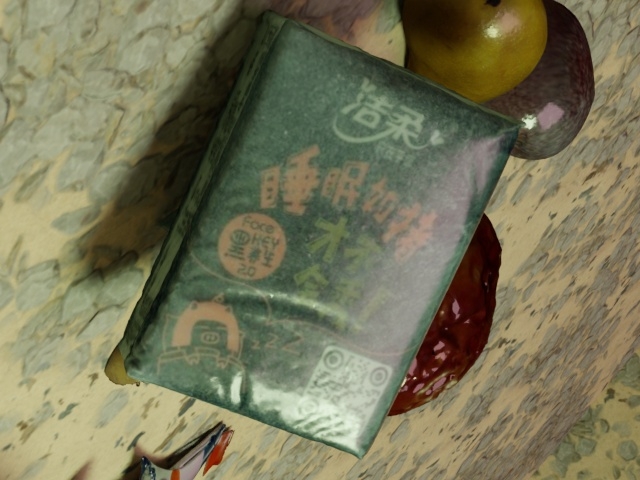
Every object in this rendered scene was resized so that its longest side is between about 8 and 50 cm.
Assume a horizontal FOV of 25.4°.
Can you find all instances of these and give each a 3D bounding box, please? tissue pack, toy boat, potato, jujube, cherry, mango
[{"bbox_3d":[0.000,0.000,1.163,0.228,0.103,0.315,23,97,-21],"label":"tissue pack"},{"bbox_3d":[-0.210,0.309,1.520,0.219,0.072,0.318,-62,165,18],"label":"toy boat"},{"bbox_3d":[-0.157,0.097,1.313,0.093,0.037,0.036,-42,151,-19],"label":"potato"},{"bbox_3d":[0.090,0.065,1.534,0.290,0.197,0.197,-50,162,-42],"label":"jujube"},{"bbox_3d":[0.217,-0.165,1.481,0.176,0.140,0.176,-52,158,-32],"label":"cherry"},{"bbox_3d":[0.138,-0.188,1.320,0.227,0.136,0.099,108,-1,-68],"label":"mango"}]

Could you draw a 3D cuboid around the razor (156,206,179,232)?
[{"bbox_3d":[-0.093,0.027,1.314,0.106,0.068,0.232,-38,161,-25],"label":"razor"}]
